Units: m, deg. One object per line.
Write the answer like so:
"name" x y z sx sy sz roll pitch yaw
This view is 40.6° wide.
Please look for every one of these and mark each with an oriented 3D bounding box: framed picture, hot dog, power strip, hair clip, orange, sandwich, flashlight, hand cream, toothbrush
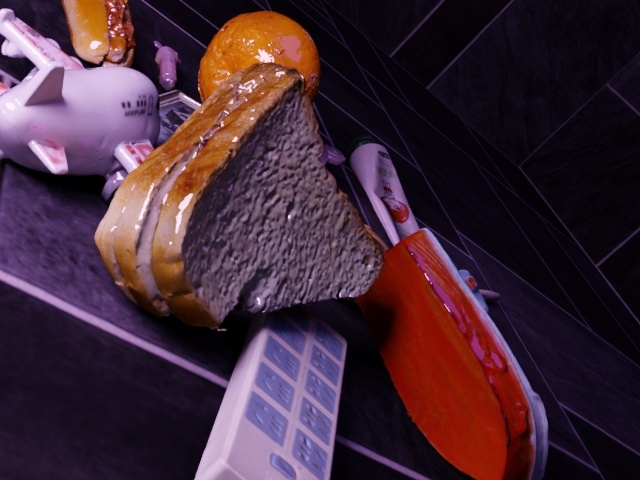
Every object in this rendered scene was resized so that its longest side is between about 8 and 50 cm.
"framed picture" -0.139 -0.123 1.109 0.232 0.019 0.296 30 18 0
"hot dog" -0.298 -0.313 1.170 0.102 0.076 0.249 26 27 -37
"power strip" -0.034 0.151 0.791 0.106 0.043 0.367 41 19 -10
"hair clip" -0.044 -0.158 1.422 0.146 0.056 0.187 42 20 13
"orange" -0.087 -0.244 1.289 0.161 0.193 0.193 9 39 -50
"sandwich" -0.064 0.006 0.840 0.099 0.254 0.288 8 -37 36
"flashlight" -0.226 -0.252 1.269 0.052 0.031 0.110 36 25 -32
"hand cream" 0.131 -0.066 1.602 0.121 0.076 0.336 24 34 -44
"toothbrush" 0.278 0.101 1.598 0.307 0.025 0.030 12 45 -58

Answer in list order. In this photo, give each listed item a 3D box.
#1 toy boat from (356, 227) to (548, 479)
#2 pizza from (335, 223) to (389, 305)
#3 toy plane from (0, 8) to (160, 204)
"toy boat" 0.172 0.150 1.049 0.133 0.145 0.332 -9 68 -51
"pizza" 0.000 0.000 1.144 0.297 0.071 0.189 24 31 -35
"toy plane" -0.232 -0.122 0.843 0.252 0.118 0.252 42 16 -15
